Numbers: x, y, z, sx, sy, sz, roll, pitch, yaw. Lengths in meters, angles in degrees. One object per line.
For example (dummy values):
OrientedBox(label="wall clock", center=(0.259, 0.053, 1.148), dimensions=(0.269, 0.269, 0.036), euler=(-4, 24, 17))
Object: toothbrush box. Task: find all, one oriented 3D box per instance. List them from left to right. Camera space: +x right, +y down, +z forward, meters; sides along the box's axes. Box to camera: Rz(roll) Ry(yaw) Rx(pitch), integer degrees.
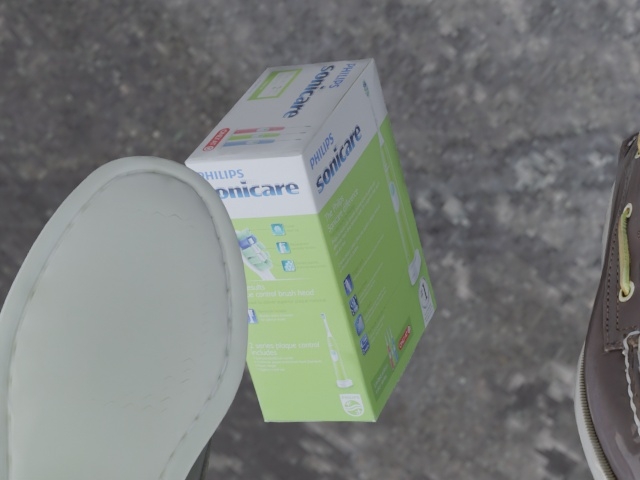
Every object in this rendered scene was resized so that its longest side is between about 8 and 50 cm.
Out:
OrientedBox(label="toothbrush box", center=(0.000, 0.000, 1.523), dimensions=(0.122, 0.206, 0.283), euler=(-2, 120, 24))

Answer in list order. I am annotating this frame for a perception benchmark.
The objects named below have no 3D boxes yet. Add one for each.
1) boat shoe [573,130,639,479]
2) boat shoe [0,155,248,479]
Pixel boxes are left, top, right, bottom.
OrientedBox(label="boat shoe", center=(0.203, 0.028, 0.857), dimensions=(0.117, 0.324, 0.096), euler=(11, 131, 3))
OrientedBox(label="boat shoe", center=(-0.101, 0.109, 0.708), dimensions=(0.109, 0.305, 0.091), euler=(12, 153, -10))
